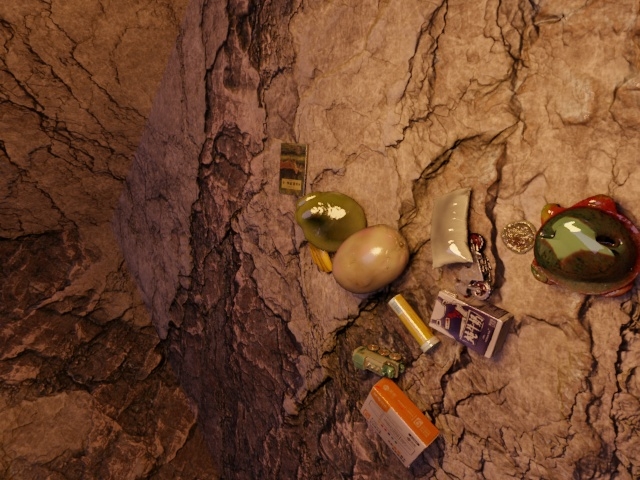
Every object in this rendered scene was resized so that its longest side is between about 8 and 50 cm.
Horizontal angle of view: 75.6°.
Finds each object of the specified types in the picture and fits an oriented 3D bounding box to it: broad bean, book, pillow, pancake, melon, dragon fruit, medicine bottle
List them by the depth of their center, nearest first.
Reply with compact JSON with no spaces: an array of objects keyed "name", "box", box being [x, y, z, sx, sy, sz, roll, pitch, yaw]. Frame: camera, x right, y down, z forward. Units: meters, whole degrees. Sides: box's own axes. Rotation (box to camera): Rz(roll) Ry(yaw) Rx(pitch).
[{"name":"dragon fruit","box":[0.695,0.017,1.091,0.295,0.130,0.269,48,129,26]},{"name":"pancake","box":[0.598,-0.013,1.243,0.107,0.017,0.108,11,107,40]},{"name":"pillow","box":[0.421,-0.038,1.323,0.144,0.078,0.255,-9,70,44]},{"name":"medicine bottle","box":[0.335,0.296,1.489,0.218,0.073,0.074,54,127,26]},{"name":"melon","box":[0.180,0.069,1.495,0.316,0.222,0.223,-37,71,41]},{"name":"broad bean","box":[0.036,-0.074,1.615,0.290,0.119,0.238,18,100,0]},{"name":"book","box":[-0.121,-0.320,1.853,0.160,0.024,0.229,14,104,38]}]

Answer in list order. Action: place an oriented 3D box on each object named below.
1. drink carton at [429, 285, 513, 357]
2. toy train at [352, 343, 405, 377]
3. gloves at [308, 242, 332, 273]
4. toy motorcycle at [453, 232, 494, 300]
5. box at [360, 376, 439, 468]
[{"name":"drink carton","box":[0.481,0.256,1.333,0.222,0.101,0.134,27,115,39]},{"name":"toy train","box":[0.222,0.465,1.578,0.193,0.125,0.081,15,109,41]},{"name":"gloves","box":[-0.001,0.000,1.752,0.133,0.116,0.295,-168,65,-69]},{"name":"toy motorcycle","box":[0.483,0.087,1.326,0.122,0.080,0.216,-16,74,44]},{"name":"box","box":[0.285,0.673,1.538,0.274,0.091,0.221,43,140,31]}]
